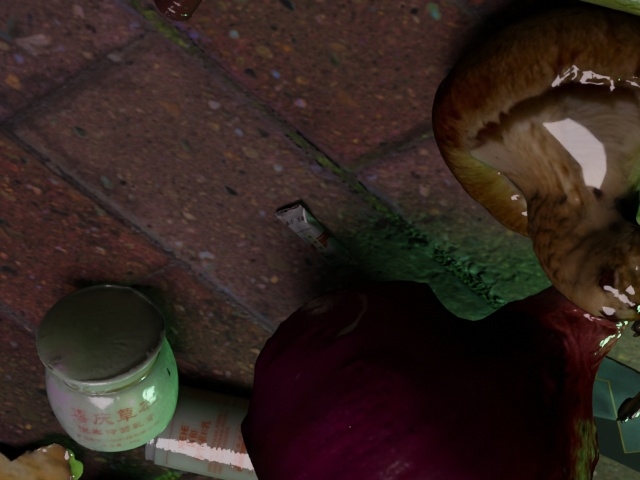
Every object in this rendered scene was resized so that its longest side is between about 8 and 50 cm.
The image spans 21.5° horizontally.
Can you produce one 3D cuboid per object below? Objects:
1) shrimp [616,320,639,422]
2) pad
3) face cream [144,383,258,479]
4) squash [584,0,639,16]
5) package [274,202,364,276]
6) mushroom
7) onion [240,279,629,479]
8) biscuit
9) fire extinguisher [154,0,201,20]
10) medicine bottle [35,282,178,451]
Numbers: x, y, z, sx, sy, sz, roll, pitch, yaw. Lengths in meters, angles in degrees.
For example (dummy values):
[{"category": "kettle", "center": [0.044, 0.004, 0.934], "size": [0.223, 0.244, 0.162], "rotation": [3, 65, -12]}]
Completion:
[{"category": "shrimp", "center": [0.367, 0.073, 1.604], "size": [0.254, 0.059, 0.145], "rotation": [-35, 119, 6]}, {"category": "pad", "center": [0.331, 0.194, 1.891], "size": [0.243, 0.004, 0.163], "rotation": [26, 140, -15]}, {"category": "face cream", "center": [-0.163, 0.220, 1.985], "size": [0.251, 0.101, 0.101], "rotation": [12, 142, 1]}, {"category": "squash", "center": [0.216, -0.226, 1.355], "size": [0.238, 0.069, 0.069], "rotation": [15, 142, -3]}, {"category": "package", "center": [0.000, 0.000, 1.736], "size": [0.037, 0.015, 0.110], "rotation": [-18, 131, 40]}, {"category": "mushroom", "center": [0.214, -0.077, 1.450], "size": [0.267, 0.254, 0.267], "rotation": [11, 118, 20]}, {"category": "onion", "center": [0.157, 0.180, 1.678], "size": [0.420, 0.398, 0.398], "rotation": [-35, 125, 17]}, {"category": "biscuit", "center": [-0.386, 0.316, 2.192], "size": [0.183, 0.061, 0.118], "rotation": [-6, 97, 22]}, {"category": "fire extinguisher", "center": [-0.095, -0.244, 1.441], "size": [0.056, 0.039, 0.132], "rotation": [53, 130, 12]}, {"category": "medicine bottle", "center": [-0.234, 0.141, 1.870], "size": [0.147, 0.147, 0.143], "rotation": [6, 140, 8]}]
